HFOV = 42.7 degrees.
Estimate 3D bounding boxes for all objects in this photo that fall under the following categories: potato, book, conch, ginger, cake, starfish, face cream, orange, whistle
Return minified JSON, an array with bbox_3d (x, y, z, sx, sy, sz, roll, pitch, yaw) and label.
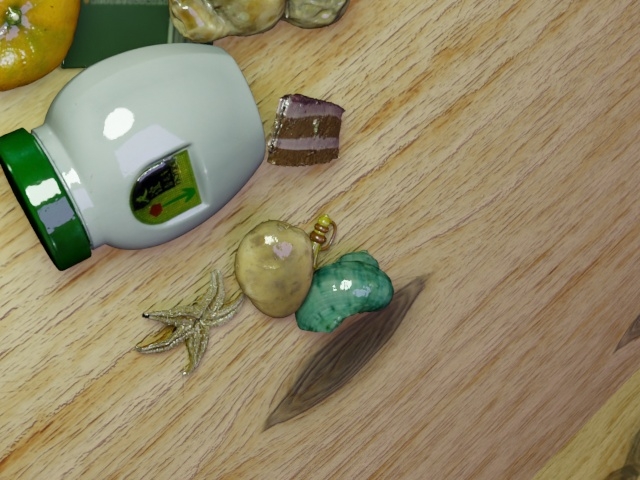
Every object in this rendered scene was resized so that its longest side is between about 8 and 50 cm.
[{"bbox_3d":[-0.082,0.048,1.559,0.161,0.128,0.235,-31,138,0],"label":"potato"},{"bbox_3d":[-0.253,-0.434,1.179,0.260,0.043,0.371,-11,123,-38],"label":"book"},{"bbox_3d":[0.054,0.094,1.682,0.202,0.196,0.134,-33,123,-55],"label":"conch"},{"bbox_3d":[-0.072,-0.412,1.221,0.375,0.176,0.256,-33,147,-31],"label":"ginger"},{"bbox_3d":[-0.043,-0.189,1.380,0.295,0.112,0.116,-28,132,-75],"label":"cake"},{"bbox_3d":[-0.240,0.157,1.542,0.227,0.043,0.240,-7,123,-34],"label":"starfish"},{"bbox_3d":[-0.272,-0.126,1.215,0.357,0.219,0.312,-28,140,-19],"label":"face cream"},{"bbox_3d":[-0.417,-0.302,1.026,0.240,0.171,0.240,-19,125,-29],"label":"orange"},{"bbox_3d":[0.001,0.003,1.647,0.057,0.046,0.109,26,93,-18],"label":"whistle"}]
